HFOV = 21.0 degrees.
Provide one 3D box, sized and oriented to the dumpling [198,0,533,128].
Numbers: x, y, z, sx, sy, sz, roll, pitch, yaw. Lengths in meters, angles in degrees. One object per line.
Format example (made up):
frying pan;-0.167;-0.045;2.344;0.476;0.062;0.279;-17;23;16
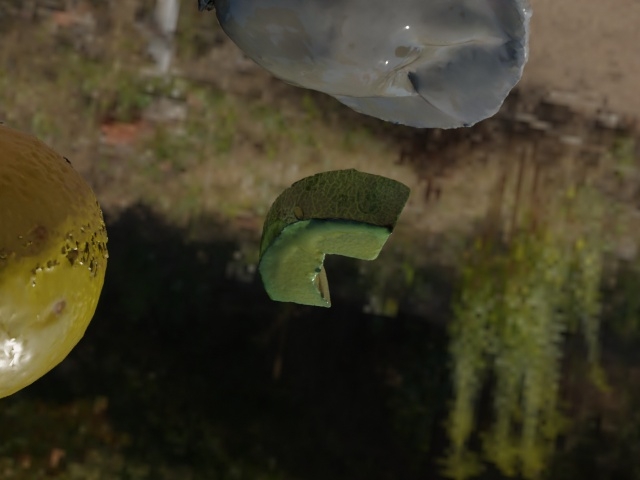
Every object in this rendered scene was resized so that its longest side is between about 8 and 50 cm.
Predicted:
dumpling;0.020;-0.166;1.128;0.163;0.204;0.293;-15;164;-27

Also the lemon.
lemon;-0.333;0.024;1.603;0.258;0.258;0.310;6;-151;20

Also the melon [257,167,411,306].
melon;0.000;0.000;1.803;0.118;0.064;0.209;24;140;-9
